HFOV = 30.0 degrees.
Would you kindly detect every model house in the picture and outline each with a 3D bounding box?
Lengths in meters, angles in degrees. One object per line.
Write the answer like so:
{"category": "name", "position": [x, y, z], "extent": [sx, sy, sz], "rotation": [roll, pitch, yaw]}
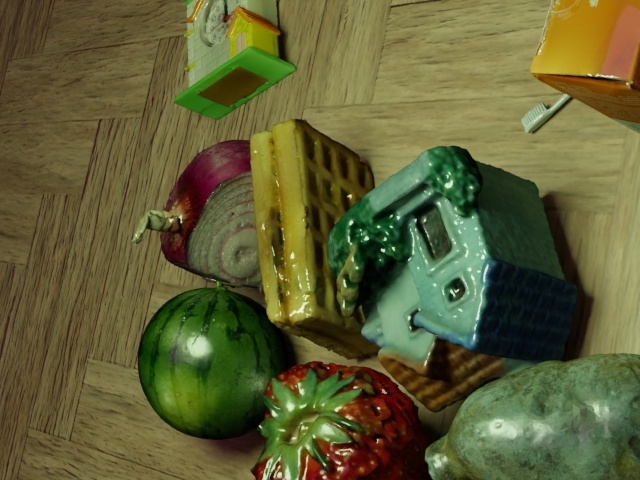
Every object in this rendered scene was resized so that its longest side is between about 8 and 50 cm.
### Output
{"category": "model house", "position": [0.176, 0.103, 1.547], "extent": [0.295, 0.251, 0.329], "rotation": [-35, 59, 35]}

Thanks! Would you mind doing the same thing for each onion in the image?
{"category": "onion", "position": [-0.151, -0.046, 1.956], "extent": [0.256, 0.272, 0.230], "rotation": [-45, 31, 1]}

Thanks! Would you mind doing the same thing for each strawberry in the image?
{"category": "strawberry", "position": [0.046, 0.294, 1.583], "extent": [0.238, 0.288, 0.250], "rotation": [-2, 56, 37]}

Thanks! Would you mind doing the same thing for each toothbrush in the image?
{"category": "toothbrush", "position": [0.377, -0.241, 1.597], "extent": [0.288, 0.021, 0.024], "rotation": [-42, 59, 30]}

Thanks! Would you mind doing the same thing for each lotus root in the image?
{"category": "lotus root", "position": [0.282, 0.219, 1.364], "extent": [0.349, 0.175, 0.175], "rotation": [-10, 67, 17]}

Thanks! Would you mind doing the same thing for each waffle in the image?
{"category": "waffle", "position": [0.000, 0.000, 1.777], "extent": [0.098, 0.224, 0.328], "rotation": [-21, 61, 32]}

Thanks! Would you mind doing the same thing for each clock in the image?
{"category": "clock", "position": [-0.165, -0.386, 2.179], "extent": [0.219, 0.106, 0.255], "rotation": [-27, 58, 39]}

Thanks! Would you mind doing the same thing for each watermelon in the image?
{"category": "watermelon", "position": [-0.168, 0.192, 1.884], "extent": [0.242, 0.242, 0.242], "rotation": [-19, 63, 43]}

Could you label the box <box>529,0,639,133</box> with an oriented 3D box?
{"category": "box", "position": [0.404, -0.230, 1.319], "extent": [0.143, 0.341, 0.225], "rotation": [14, 88, 48]}
